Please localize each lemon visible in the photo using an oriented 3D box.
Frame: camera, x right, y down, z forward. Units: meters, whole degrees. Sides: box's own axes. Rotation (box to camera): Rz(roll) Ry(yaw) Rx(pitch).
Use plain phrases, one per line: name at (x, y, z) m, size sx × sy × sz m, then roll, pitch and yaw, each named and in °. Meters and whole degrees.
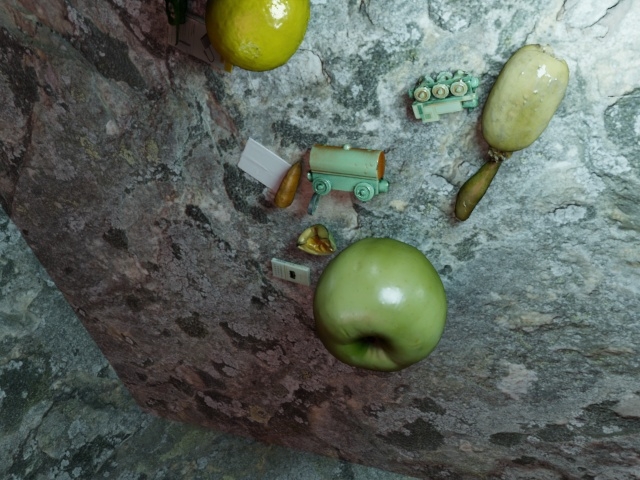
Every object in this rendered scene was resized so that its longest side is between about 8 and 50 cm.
lemon at (-0.169, -0.612, 1.544) m, size 0.297 × 0.297 × 0.297 m, roll 16°, pitch 133°, yaw 18°

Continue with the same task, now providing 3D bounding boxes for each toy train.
toy train at (0.088, -0.231, 1.848) m, size 0.286 × 0.116 × 0.177 m, roll 10°, pitch 118°, yaw 25°
toy train at (0.346, -0.399, 1.568) m, size 0.194 × 0.080 × 0.125 m, roll -2°, pitch 136°, yaw 29°

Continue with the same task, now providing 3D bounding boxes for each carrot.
carrot at (-0.104, -0.205, 1.997) m, size 0.072 × 0.072 × 0.205 m, roll 32°, pitch 133°, yaw 3°

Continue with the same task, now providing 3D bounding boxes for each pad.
pad at (-0.189, -0.259, 2.050) m, size 0.232 × 0.004 × 0.156 m, roll 35°, pitch 136°, yaw 0°

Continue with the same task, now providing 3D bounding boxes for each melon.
melon at (0.000, 0.000, 2.116) m, size 0.160 × 0.079 × 0.128 m, roll -15°, pitch 136°, yaw 37°

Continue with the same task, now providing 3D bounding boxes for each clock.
clock at (-0.024, -0.130, 2.006) m, size 0.017 × 0.085 × 0.085 m, roll 19°, pitch 134°, yaw 9°

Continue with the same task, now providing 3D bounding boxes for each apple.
apple at (0.200, 0.206, 1.917) m, size 0.474 × 0.473 × 0.473 m, roll 16°, pitch 133°, yaw 18°

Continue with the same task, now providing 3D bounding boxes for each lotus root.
lotus root at (0.511, -0.337, 1.464) m, size 0.169 × 0.151 × 0.342 m, roll 25°, pitch 132°, yaw 10°

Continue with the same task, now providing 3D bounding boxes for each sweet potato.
sweet potato at (0.464, -0.161, 1.701) m, size 0.077 × 0.077 × 0.243 m, roll 27°, pitch 132°, yaw 8°

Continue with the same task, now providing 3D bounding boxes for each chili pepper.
chili pepper at (-0.467, -0.749, 1.729) m, size 0.122 × 0.065 × 0.278 m, roll -8°, pitch 109°, yaw 34°

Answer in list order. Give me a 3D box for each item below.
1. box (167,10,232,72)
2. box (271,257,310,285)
box at (-0.377, -0.644, 1.814) m, size 0.247 × 0.033 × 0.129 m, roll 28°, pitch 134°, yaw 7°
box at (-0.122, 0.130, 2.327) m, size 0.167 × 0.024 × 0.090 m, roll 14°, pitch 133°, yaw 20°
